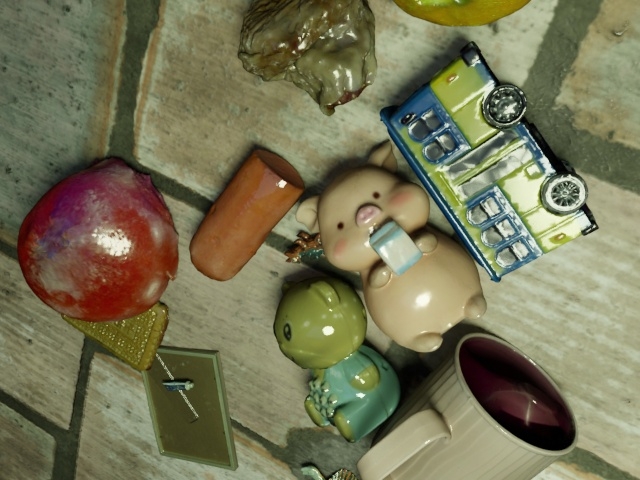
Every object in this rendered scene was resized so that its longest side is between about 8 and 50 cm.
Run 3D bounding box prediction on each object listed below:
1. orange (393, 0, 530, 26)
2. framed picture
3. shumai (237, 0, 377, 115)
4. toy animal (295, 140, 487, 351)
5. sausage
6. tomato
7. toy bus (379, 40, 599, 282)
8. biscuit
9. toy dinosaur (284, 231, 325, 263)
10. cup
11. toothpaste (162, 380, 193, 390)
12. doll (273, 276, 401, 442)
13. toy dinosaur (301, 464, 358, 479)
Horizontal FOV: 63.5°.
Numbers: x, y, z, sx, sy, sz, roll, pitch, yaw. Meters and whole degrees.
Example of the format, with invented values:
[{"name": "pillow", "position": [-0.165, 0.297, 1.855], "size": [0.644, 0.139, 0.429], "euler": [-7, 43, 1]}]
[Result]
[{"name": "orange", "position": [0.178, -0.354, 0.636], "size": [0.237, 0.158, 0.179], "euler": [7, 71, 18]}, {"name": "framed picture", "position": [-0.297, 0.370, 1.150], "size": [0.211, 0.020, 0.290], "euler": [0, 108, 21]}, {"name": "shumai", "position": [-0.006, -0.294, 0.767], "size": [0.184, 0.218, 0.185], "euler": [-6, 143, 27]}, {"name": "toy animal", "position": [0.099, 0.012, 0.764], "size": [0.195, 0.213, 0.256], "euler": [-33, 99, 5]}, {"name": "sausage", "position": [-0.139, -0.034, 0.906], "size": [0.113, 0.113, 0.259], "euler": [44, 116, 4]}, {"name": "tomato", "position": [-0.431, 0.018, 0.986], "size": [0.289, 0.176, 0.335], "euler": [43, 107, 1]}, {"name": "toy bus", "position": [0.230, -0.109, 0.716], "size": [0.175, 0.138, 0.288], "euler": [-34, 93, 26]}, {"name": "biscuit", "position": [-0.452, 0.162, 1.126], "size": [0.254, 0.029, 0.172], "euler": [28, 108, 12]}, {"name": "toy dinosaur", "position": [0.000, 0.000, 0.892], "size": [0.154, 0.049, 0.055], "euler": [-25, 106, 19]}, {"name": "cup", "position": [0.212, 0.311, 0.785], "size": [0.208, 0.288, 0.273], "euler": [41, 120, 14]}, {"name": "toothpaste", "position": [-0.307, 0.314, 1.116], "size": [0.083, 0.019, 0.027], "euler": [-12, 119, 29]}, {"name": "doll", "position": [0.022, 0.184, 0.880], "size": [0.261, 0.161, 0.177], "euler": [63, 156, -7]}, {"name": "toy dinosaur", "position": [0.049, 0.517, 1.052], "size": [0.187, 0.044, 0.106], "euler": [7, 94, 21]}]
